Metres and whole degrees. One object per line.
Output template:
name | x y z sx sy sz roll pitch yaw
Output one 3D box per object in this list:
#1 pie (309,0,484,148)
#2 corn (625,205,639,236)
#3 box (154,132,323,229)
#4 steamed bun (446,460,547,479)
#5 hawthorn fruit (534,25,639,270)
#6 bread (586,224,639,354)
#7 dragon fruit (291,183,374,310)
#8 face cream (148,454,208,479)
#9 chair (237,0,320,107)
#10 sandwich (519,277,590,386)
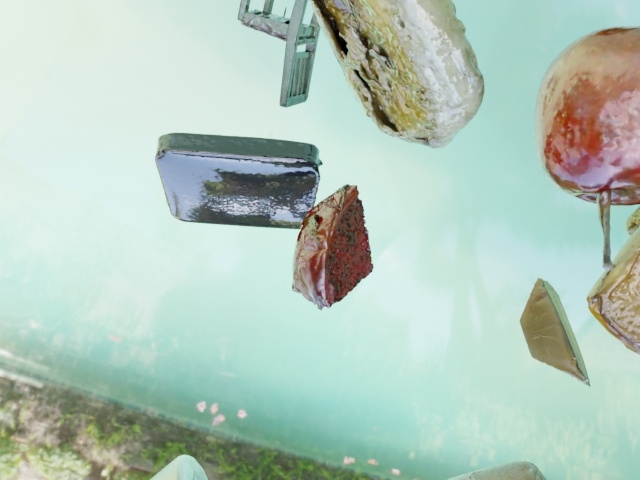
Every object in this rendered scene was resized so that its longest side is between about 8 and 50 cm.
pie | 0.054 -0.245 0.670 0.339 0.077 0.339 56 178 3
corn | 0.813 -0.079 1.398 0.080 0.231 0.080 47 160 23
box | -0.148 -0.101 1.096 0.289 0.073 0.290 3 158 -5
steamed bun | 0.312 0.558 1.066 0.199 0.301 0.251 27 135 -33
hawthorn fruit | 0.381 -0.155 0.774 0.231 0.263 0.235 51 -168 -9
bread | 0.774 0.111 1.231 0.328 0.337 0.148 36 -173 23
dragon fruit | -0.002 0.000 0.864 0.120 0.127 0.161 16 124 38
face cream | -0.285 0.407 0.701 0.081 0.348 0.173 54 172 -9
chair | -0.085 -0.430 1.215 0.147 0.136 0.270 21 116 13
sandwich | 0.541 0.222 1.381 0.094 0.258 0.096 19 140 -42
